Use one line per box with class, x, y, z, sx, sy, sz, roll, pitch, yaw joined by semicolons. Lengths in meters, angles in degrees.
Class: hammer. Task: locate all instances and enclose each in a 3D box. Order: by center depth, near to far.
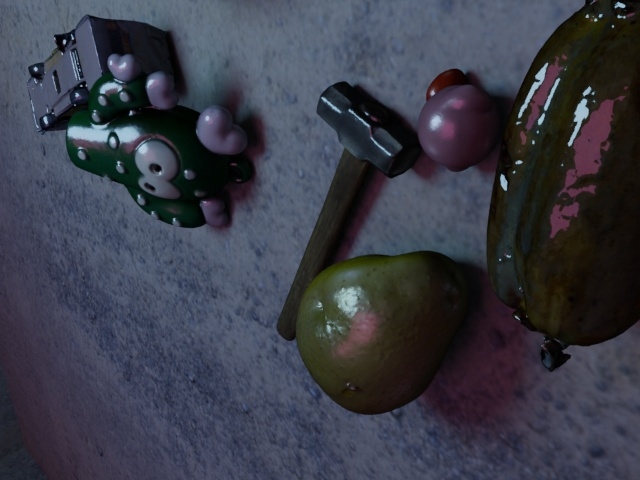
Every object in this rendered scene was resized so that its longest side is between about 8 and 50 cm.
hammer;0.000;0.000;0.674;0.111;0.043;0.365;46;137;24

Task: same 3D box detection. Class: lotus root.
lotus root;0.184;-0.039;0.383;0.124;0.123;0.241;44;134;50

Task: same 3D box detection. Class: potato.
potato;0.063;0.083;0.573;0.194;0.157;0.157;-41;74;35

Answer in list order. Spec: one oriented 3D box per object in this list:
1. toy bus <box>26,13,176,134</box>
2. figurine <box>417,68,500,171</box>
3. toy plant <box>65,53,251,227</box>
toy bus;-0.349;-0.243;0.890;0.317;0.138;0.113;-2;100;50
figurine;0.114;-0.092;0.482;0.071;0.067;0.083;50;158;51
toy plant;-0.207;-0.116;0.766;0.243;0.113;0.232;29;138;-14
